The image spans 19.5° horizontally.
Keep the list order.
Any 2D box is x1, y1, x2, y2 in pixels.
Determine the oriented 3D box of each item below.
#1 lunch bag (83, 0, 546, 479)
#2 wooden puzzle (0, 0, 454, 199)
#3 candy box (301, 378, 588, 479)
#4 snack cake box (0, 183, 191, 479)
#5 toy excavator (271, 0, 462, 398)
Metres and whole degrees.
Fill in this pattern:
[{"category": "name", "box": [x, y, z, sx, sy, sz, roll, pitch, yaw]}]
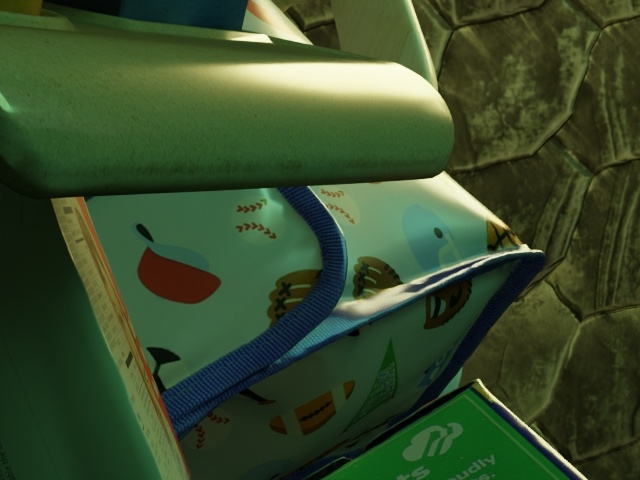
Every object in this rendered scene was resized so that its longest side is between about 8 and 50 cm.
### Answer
[{"category": "lunch bag", "box": [-0.107, -0.007, 1.068, 0.328, 0.239, 0.385, 45, 31, 21]}, {"category": "wooden puzzle", "box": [-0.152, -0.106, 0.650, 0.348, 0.080, 0.322, 20, 10, 23]}, {"category": "candy box", "box": [0.105, 0.226, 0.546, 0.268, 0.122, 0.317, 66, -12, -23]}, {"category": "snack cake box", "box": [-0.111, 0.051, 0.689, 0.264, 0.089, 0.152, -171, -121, -85]}, {"category": "toy excavator", "box": [0.000, 0.000, 1.387, 0.433, 0.445, 0.222, 44, -4, 23]}]
